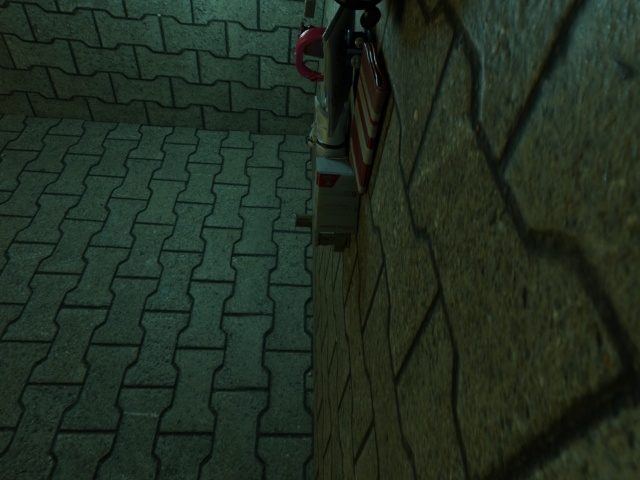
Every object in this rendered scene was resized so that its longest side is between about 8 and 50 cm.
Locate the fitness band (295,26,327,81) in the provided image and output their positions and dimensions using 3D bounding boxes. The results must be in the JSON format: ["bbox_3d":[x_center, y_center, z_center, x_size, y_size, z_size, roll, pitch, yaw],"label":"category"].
[{"bbox_3d":[0.004,-0.741,1.822,0.291,0.209,0.054,109,162,-75],"label":"fitness band"}]

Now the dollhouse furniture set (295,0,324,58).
[{"bbox_3d":[0.023,-0.953,1.896,0.152,0.201,0.374,-92,13,-49],"label":"dollhouse furniture set"}]

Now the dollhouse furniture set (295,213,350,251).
[{"bbox_3d":[0.000,0.000,1.554,0.161,0.182,0.101,101,171,-57],"label":"dollhouse furniture set"}]

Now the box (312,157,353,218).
[{"bbox_3d":[0.039,-0.180,1.589,0.182,0.119,0.181,-97,12,-64],"label":"box"}]

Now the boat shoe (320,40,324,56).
[{"bbox_3d":[0.077,-0.828,1.808,0.258,0.109,0.089,150,132,-65],"label":"boat shoe"}]

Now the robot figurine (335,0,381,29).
[{"bbox_3d":[0.086,-0.579,0.937,0.173,0.209,0.278,-48,16,14],"label":"robot figurine"}]

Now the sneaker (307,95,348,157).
[{"bbox_3d":[0.032,-0.453,1.752,0.366,0.137,0.210,-111,22,-66],"label":"sneaker"}]

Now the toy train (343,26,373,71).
[{"bbox_3d":[0.106,-0.543,1.280,0.184,0.080,0.105,-88,-1,-61],"label":"toy train"}]

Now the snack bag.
[{"bbox_3d":[0.060,-0.553,1.423,0.342,0.037,0.323,87,-163,-53],"label":"snack bag"}]

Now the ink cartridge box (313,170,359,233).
[{"bbox_3d":[0.048,-0.118,1.381,0.127,0.128,0.176,-109,23,-78],"label":"ink cartridge box"}]

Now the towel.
[{"bbox_3d":[0.123,-0.314,1.194,0.329,0.037,0.237,96,173,-49],"label":"towel"}]

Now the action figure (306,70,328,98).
[{"bbox_3d":[-0.001,-0.616,1.852,0.091,0.139,0.280,-93,10,-46],"label":"action figure"}]
